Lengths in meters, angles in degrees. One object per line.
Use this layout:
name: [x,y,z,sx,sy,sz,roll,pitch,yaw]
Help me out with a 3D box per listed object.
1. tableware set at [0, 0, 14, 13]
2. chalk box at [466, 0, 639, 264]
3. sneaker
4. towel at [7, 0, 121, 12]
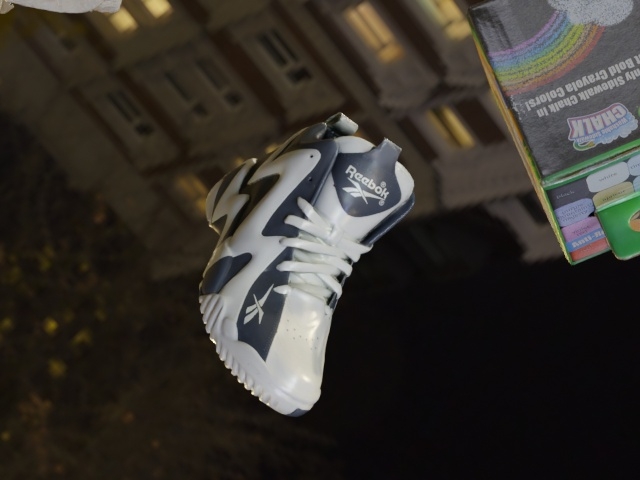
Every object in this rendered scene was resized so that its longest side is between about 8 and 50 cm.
tableware set: [-0.379,-0.321,1.881,0.141,0.168,0.020,-47,177,22]
chalk box: [0.209,-0.079,1.259,0.132,0.132,0.213,-22,-119,6]
sneaker: [0.000,0.000,1.206,0.153,0.094,0.235,-41,-153,25]
towel: [-0.271,-0.284,1.335,0.049,0.282,0.187,-111,-145,-65]
